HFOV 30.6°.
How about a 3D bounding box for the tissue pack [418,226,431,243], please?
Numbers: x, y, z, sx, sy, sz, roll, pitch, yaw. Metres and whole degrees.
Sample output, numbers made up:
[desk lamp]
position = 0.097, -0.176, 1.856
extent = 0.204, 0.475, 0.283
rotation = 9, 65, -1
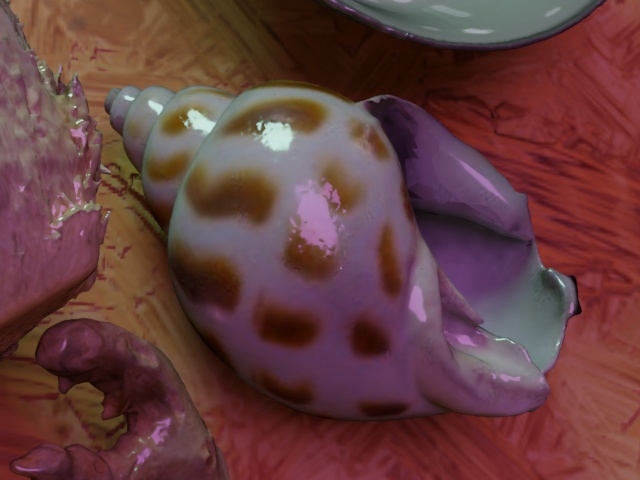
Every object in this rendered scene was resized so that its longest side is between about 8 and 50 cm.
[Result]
[tissue pack]
position = 0.034, -0.032, 0.732
extent = 0.108, 0.023, 0.056
rotation = 21, 66, -10

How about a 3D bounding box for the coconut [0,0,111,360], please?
[coconut]
position = -0.261, -0.059, 0.504
extent = 0.297, 0.297, 0.309
rotation = -30, 87, -25

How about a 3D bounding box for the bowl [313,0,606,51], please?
[bowl]
position = 0.036, -0.262, 0.729
extent = 0.337, 0.157, 0.337
rotation = 4, 81, -26

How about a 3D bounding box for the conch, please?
[conch]
position = -0.001, 0.000, 0.640
extent = 0.275, 0.149, 0.183
rotation = 51, 37, -5

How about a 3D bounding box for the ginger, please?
[ginger]
position = -0.131, 0.172, 0.569
extent = 0.149, 0.065, 0.258
rotation = 35, 79, -32
